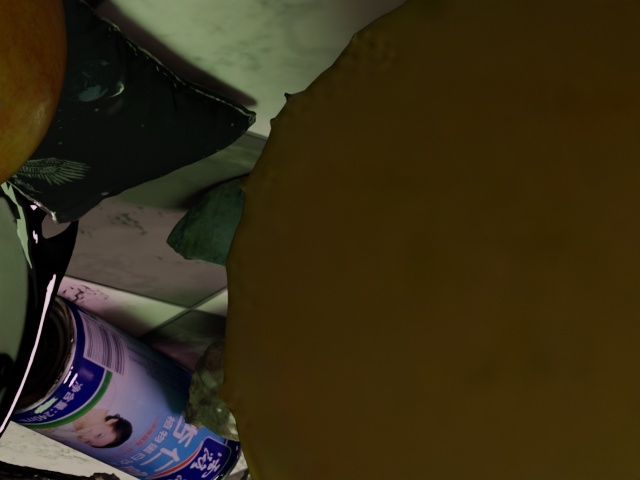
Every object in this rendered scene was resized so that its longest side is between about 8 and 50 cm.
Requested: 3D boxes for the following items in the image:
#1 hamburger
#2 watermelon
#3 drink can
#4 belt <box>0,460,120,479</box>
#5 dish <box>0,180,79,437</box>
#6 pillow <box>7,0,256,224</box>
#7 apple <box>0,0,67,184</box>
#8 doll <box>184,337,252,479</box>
[{"bbox_3d":[0.152,0.064,0.819,0.395,0.396,0.277,-5,155,12],"label":"hamburger"},{"bbox_3d":[-0.004,-0.002,1.024,0.180,0.081,0.094,14,173,8],"label":"watermelon"},{"bbox_3d":[-0.153,0.116,1.252,0.097,0.097,0.235,-12,154,25],"label":"drink can"},{"bbox_3d":[-0.282,0.164,1.208,0.359,0.126,0.094,30,172,-2],"label":"belt"},{"bbox_3d":[-0.293,0.035,0.944,0.120,0.303,0.303,22,174,41],"label":"dish"},{"bbox_3d":[-0.143,-0.075,0.878,0.141,0.055,0.208,-24,148,22],"label":"pillow"},{"bbox_3d":[-0.202,-0.089,0.704,0.182,0.182,0.155,-11,138,23],"label":"apple"},{"bbox_3d":[0.033,0.117,1.278,0.286,0.091,0.203,-2,149,-19],"label":"doll"}]
